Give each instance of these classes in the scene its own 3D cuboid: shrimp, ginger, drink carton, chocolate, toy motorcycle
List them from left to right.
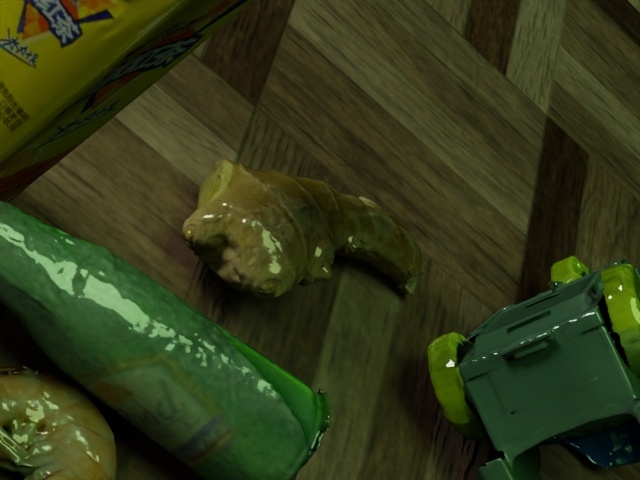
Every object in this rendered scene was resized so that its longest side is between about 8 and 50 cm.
[{"bbox_3d":[-0.204,0.161,1.187,0.133,0.053,0.236,49,32,-17],"label":"shrimp"},{"bbox_3d":[-0.177,-0.125,1.184,0.111,0.351,0.154,57,35,0],"label":"drink carton"},{"bbox_3d":[-0.131,0.074,1.289,0.291,0.110,0.110,38,40,-24],"label":"chocolate"},{"bbox_3d":[0.000,0.000,1.527,0.294,0.086,0.131,10,34,-50],"label":"ginger"},{"bbox_3d":[0.240,0.124,1.642,0.200,0.191,0.326,66,18,0],"label":"toy motorcycle"}]
